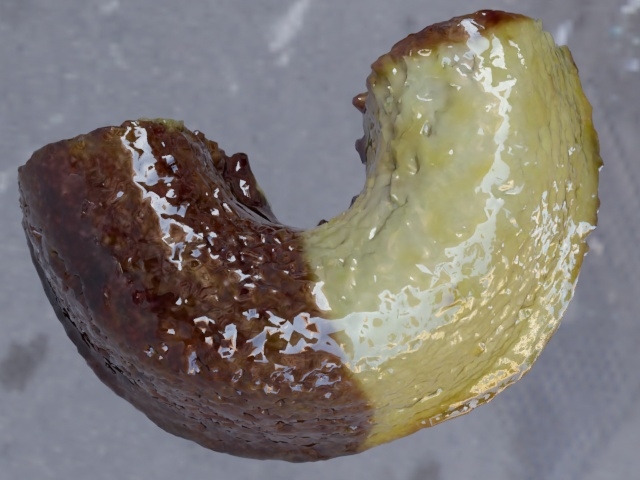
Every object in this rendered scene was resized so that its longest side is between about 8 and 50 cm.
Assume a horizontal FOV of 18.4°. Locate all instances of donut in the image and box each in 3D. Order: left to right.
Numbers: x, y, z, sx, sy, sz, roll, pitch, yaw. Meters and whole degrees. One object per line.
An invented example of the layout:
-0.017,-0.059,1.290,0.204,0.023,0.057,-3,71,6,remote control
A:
0.002,0.000,0.702,0.085,0.217,0.141,59,11,-74,donut
